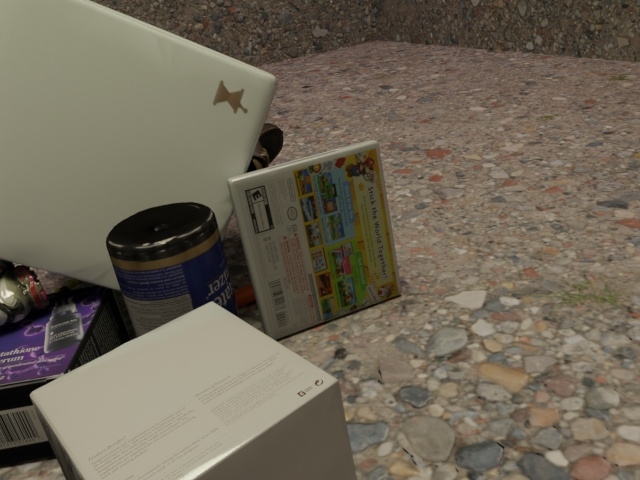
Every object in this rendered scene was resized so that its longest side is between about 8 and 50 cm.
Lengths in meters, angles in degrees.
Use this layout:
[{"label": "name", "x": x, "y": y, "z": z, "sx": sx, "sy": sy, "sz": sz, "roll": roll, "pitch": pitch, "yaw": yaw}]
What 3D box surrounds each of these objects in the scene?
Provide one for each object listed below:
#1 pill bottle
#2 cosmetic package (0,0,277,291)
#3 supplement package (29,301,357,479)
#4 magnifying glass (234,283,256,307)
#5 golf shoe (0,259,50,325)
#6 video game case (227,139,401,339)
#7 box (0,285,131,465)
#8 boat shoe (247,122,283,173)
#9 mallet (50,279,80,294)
[{"label": "pill bottle", "x": -0.160, "y": 0.076, "z": 0.695, "sx": 0.123, "sy": 0.219, "sz": 0.123, "roll": -8, "pitch": 25, "yaw": 4}, {"label": "cosmetic package", "x": -0.293, "y": -0.141, "z": 0.886, "sx": 0.327, "sy": 0.329, "sz": 0.394, "roll": 18, "pitch": 7, "yaw": -18}, {"label": "supplement package", "x": -0.109, "y": 0.186, "z": 0.526, "sx": 0.194, "sy": 0.149, "sz": 0.203, "roll": -26, "pitch": 30, "yaw": -32}, {"label": "magnifying glass", "x": -0.072, "y": 0.068, "z": 0.920, "sx": 0.231, "sy": 0.026, "sz": 0.092, "roll": -20, "pitch": 27, "yaw": -26}, {"label": "golf shoe", "x": -0.422, "y": 0.057, "z": 0.754, "sx": 0.086, "sy": 0.067, "sz": 0.186, "roll": -32, "pitch": 32, "yaw": -35}, {"label": "video game case", "x": 0.000, "y": 0.000, "z": 0.794, "sx": 0.206, "sy": 0.227, "sz": 0.026, "roll": -18, "pitch": 20, "yaw": -18}, {"label": "box", "x": -0.335, "y": 0.155, "z": 0.720, "sx": 0.153, "sy": 0.108, "sz": 0.207, "roll": -11, "pitch": 25, "yaw": -1}, {"label": "boat shoe", "x": -0.175, "y": -0.154, "z": 1.333, "sx": 0.130, "sy": 0.132, "sz": 0.355, "roll": 17, "pitch": 43, "yaw": 26}, {"label": "mallet", "x": -0.418, "y": 0.079, "z": 1.007, "sx": 0.062, "sy": 0.039, "sz": 0.189, "roll": 5, "pitch": 33, "yaw": 24}]
